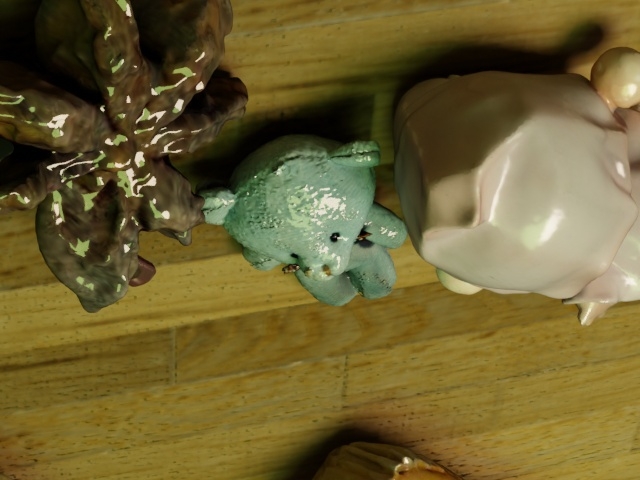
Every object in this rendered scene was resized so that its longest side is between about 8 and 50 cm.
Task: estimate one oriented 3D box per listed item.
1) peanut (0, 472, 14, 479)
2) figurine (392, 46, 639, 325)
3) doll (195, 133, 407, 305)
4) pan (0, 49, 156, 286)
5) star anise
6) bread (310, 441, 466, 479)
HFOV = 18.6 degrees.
[{"bbox_3d":[-0.278,0.212,1.288,0.313,0.152,0.152,25,123,-36],"label":"peanut"},{"bbox_3d":[0.157,-0.023,1.210,0.276,0.133,0.200,15,125,-36],"label":"figurine"},{"bbox_3d":[0.001,0.003,1.217,0.120,0.075,0.180,-19,140,8],"label":"doll"},{"bbox_3d":[-0.169,-0.039,1.128,0.115,0.040,0.212,-36,132,17],"label":"pan"},{"bbox_3d":[-0.109,-0.069,1.068,0.197,0.073,0.212,-55,141,-7],"label":"star anise"},{"bbox_3d":[0.088,0.253,1.484,0.288,0.119,0.152,35,84,-45],"label":"bread"}]
